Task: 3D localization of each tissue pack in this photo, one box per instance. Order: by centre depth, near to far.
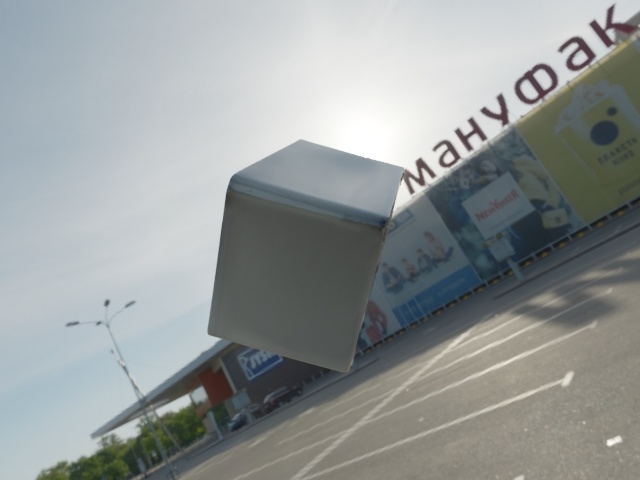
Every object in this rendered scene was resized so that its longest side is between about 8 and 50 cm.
[{"bbox_3d":[0.001,-0.001,0.520,0.246,0.136,0.159,-57,-19,-68],"label":"tissue pack"}]
